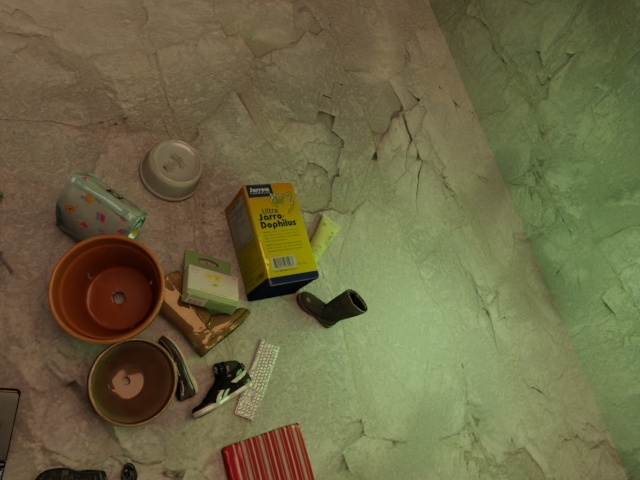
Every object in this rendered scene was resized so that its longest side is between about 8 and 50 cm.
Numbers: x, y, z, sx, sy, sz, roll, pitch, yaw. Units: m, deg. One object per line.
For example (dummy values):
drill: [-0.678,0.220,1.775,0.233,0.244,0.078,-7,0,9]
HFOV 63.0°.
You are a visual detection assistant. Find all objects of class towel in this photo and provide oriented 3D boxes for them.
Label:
towel: [-0.159,0.696,1.606,0.274,0.031,0.199,-6,70,-34]

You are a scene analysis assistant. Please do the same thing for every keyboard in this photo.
keyboard: [-0.203,0.449,1.699,0.072,0.014,0.256,29,57,-17]

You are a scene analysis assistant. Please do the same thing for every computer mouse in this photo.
computer mouse: [-0.606,0.678,1.335,0.261,0.060,0.184,14,58,-38]

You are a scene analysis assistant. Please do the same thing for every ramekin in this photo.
ramekin: [-0.499,-0.245,1.774,0.207,0.109,0.207,12,63,-26]

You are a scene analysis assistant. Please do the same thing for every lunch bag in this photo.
lunch bag: [-0.637,-0.074,1.522,0.223,0.262,0.160,38,55,-10]

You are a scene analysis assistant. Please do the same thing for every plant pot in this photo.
plant pot: [-0.580,0.149,1.462,0.290,0.203,0.291,3,75,-12]
plant pot: [-0.532,0.393,1.460,0.237,0.109,0.238,8,75,-31]

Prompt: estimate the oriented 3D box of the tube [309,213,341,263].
tube: [0.000,0.000,1.995,0.240,0.062,0.070,-59,144,-39]

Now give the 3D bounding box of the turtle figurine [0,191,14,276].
turtle figurine: [-0.908,-0.042,1.394,0.198,0.274,0.267,44,40,-50]

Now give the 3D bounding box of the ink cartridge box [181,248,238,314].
ink cartridge box: [-0.352,0.116,1.675,0.171,0.056,0.235,20,37,-26]

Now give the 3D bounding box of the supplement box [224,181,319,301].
supplement box: [-0.173,0.003,1.803,0.195,0.194,0.357,-7,73,-32]

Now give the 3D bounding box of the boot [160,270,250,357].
boot: [-0.382,0.201,1.660,0.270,0.089,0.236,50,47,2]

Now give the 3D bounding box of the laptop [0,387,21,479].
laptop: [-0.905,0.529,1.121,0.381,0.408,0.236,12,29,-26]

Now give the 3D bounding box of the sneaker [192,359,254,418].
sneaker: [-0.320,0.445,1.601,0.216,0.079,0.121,-23,75,-41]

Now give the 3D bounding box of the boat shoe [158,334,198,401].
boat shoe: [-0.437,0.381,1.554,0.065,0.075,0.206,-27,89,-39]

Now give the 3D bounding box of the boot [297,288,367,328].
boot: [0.039,0.218,1.824,0.189,0.208,0.076,39,54,-10]
